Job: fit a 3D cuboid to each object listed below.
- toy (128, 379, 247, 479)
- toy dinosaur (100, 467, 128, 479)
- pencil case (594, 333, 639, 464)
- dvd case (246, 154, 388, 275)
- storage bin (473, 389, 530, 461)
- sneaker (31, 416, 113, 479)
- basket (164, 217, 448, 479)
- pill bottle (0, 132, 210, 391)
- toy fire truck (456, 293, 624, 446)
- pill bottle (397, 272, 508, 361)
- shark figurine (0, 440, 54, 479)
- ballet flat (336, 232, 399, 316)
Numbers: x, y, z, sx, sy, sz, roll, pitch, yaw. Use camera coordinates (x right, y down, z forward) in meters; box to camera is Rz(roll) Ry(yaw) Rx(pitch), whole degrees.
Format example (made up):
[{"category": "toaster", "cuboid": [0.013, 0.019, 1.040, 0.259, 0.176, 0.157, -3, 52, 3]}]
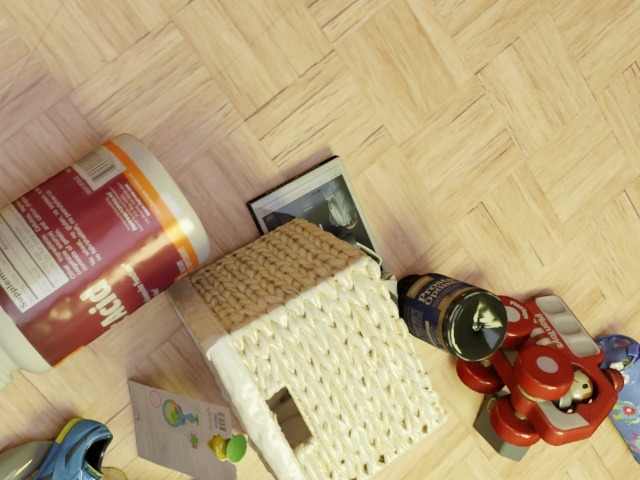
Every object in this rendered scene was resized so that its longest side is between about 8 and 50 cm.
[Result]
[{"category": "toy", "cuboid": [-0.201, 0.294, 1.341, 0.056, 0.237, 0.137, -16, 106, -44]}, {"category": "toy dinosaur", "cuboid": [-0.355, 0.395, 1.382, 0.092, 0.053, 0.183, -40, 98, -28]}, {"category": "pencil case", "cuboid": [0.648, 0.327, 1.765, 0.306, 0.133, 0.119, 56, 42, -22]}, {"category": "dvd case", "cuboid": [0.000, 0.000, 1.477, 0.179, 0.029, 0.239, -30, 109, -16]}, {"category": "storage bin", "cuboid": [0.350, 0.349, 1.640, 0.098, 0.135, 0.091, 25, 98, -25]}, {"category": "sneaker", "cuboid": [-0.382, 0.369, 1.295, 0.209, 0.082, 0.069, -64, 145, -17]}, {"category": "basket", "cuboid": [-0.031, 0.177, 1.317, 0.266, 0.331, 0.328, -31, 110, -13]}, {"category": "pill bottle", "cuboid": [-0.371, 0.043, 1.211, 0.392, 0.224, 0.224, -36, 111, -14]}, {"category": "toy fire truck", "cuboid": [0.410, 0.223, 1.559, 0.254, 0.302, 0.169, -8, 133, -23]}, {"category": "pill bottle", "cuboid": [0.212, 0.123, 1.486, 0.123, 0.219, 0.123, -4, 100, -24]}, {"category": "shark figurine", "cuboid": [-0.501, 0.435, 1.282, 0.166, 0.116, 0.278, 11, 92, -24]}, {"category": "ballet flat", "cuboid": [0.089, 0.066, 1.475, 0.074, 0.074, 0.203, -45, 112, -11]}]
